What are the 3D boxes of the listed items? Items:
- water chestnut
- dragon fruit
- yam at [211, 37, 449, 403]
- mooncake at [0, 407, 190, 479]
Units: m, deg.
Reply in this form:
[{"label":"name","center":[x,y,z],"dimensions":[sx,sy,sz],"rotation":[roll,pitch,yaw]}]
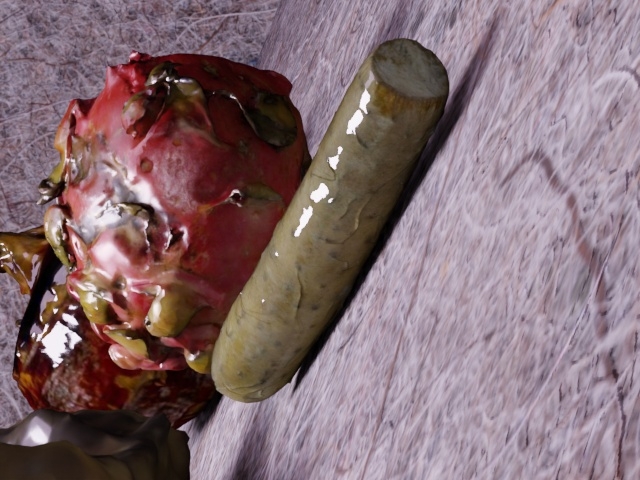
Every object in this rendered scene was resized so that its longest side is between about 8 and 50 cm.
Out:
[{"label":"water chestnut","center":[-0.237,0.063,2.023],"dimensions":[0.350,0.302,0.350],"rotation":[-62,7,14]},{"label":"dragon fruit","center":[-0.119,-0.019,1.691],"dimensions":[0.269,0.250,0.291],"rotation":[-19,62,50]},{"label":"yam","center":[0.000,0.000,1.343],"dimensions":[0.371,0.083,0.083],"rotation":[118,171,-48]},{"label":"mooncake","center":[-0.231,0.247,1.429],"dimensions":[0.394,0.246,0.393],"rotation":[-82,-8,-51]}]
